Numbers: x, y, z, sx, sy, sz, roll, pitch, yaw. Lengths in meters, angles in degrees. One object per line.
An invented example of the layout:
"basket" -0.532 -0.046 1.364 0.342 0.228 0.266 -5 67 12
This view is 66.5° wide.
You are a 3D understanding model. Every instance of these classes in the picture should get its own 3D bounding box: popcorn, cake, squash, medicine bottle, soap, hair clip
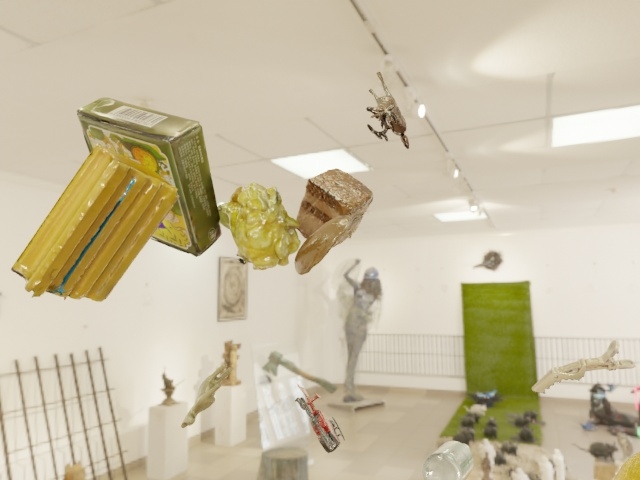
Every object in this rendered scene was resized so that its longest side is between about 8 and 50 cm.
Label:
"popcorn" -0.184 -0.041 1.546 0.215 0.287 0.252 -20 -29 8
"cake" 0.036 -0.090 1.779 0.198 0.293 0.196 36 38 16
"squash" -0.398 -0.105 2.200 0.122 0.123 0.186 -5 -20 34
"medicine bottle" 0.402 0.666 1.472 0.110 0.110 0.351 -4 -13 25
"soap" -0.472 -0.024 1.043 0.096 0.325 0.204 37 2 25
"hair clip" 0.589 0.293 1.121 0.225 0.072 0.034 -26 10 24

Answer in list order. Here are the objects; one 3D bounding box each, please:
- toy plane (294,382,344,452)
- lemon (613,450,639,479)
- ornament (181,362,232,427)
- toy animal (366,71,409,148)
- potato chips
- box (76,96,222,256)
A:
"toy plane" -0.003 0.298 0.812 0.060 0.037 0.145 50 1 -40
"lemon" 0.532 0.420 0.725 0.188 0.257 0.188 12 5 -1
"ornament" -0.491 0.669 2.077 0.245 0.061 0.230 -43 16 13
"toy animal" 0.208 -0.374 1.439 0.087 0.260 0.243 -34 -38 28
"potato chips" 0.000 0.000 1.296 0.201 0.049 0.150 -39 21 13
"box" -0.508 -0.190 1.483 0.372 0.421 0.138 19 45 23
